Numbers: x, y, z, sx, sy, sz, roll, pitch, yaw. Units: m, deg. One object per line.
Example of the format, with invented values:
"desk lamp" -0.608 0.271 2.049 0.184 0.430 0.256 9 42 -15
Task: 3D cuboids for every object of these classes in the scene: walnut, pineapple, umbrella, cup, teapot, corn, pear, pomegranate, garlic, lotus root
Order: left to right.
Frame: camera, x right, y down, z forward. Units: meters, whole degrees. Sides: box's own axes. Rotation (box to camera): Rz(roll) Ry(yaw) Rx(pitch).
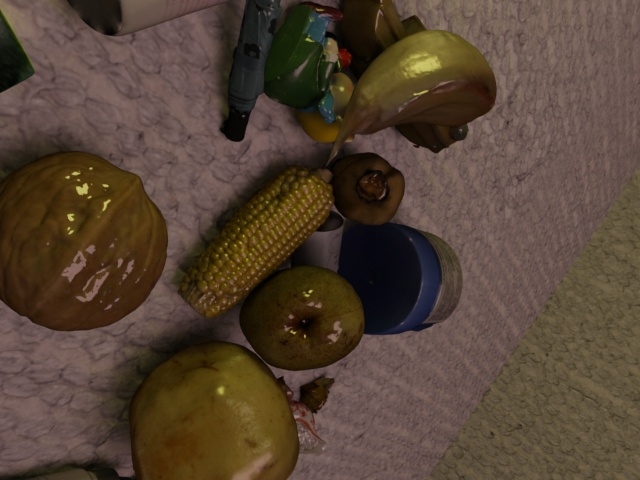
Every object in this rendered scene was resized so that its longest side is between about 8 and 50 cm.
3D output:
"walnut" -0.305 0.000 0.705 0.228 0.228 0.227 -28 135 -33
"pomegranate" -0.185 0.352 1.016 0.333 0.333 0.332 -28 135 -33
"umbrella" -0.102 -0.250 0.826 0.052 0.053 0.250 -26 150 -40
"corn" -0.102 -0.007 0.993 0.347 0.130 0.130 -47 142 -12
"teapot" -0.102 0.454 1.346 0.246 0.116 0.159 13 117 -34
"pear" -0.034 0.140 1.022 0.229 0.188 0.211 -7 171 -5
"pineapple" -0.009 0.391 1.460 0.114 0.077 0.114 -41 176 -37
"cup" 0.006 0.005 1.147 0.136 0.099 0.133 -21 130 -37
"lotus root" 0.085 -0.102 1.086 0.140 0.155 0.257 -60 -179 7
"garlic" 0.163 -0.234 0.933 0.339 0.151 0.196 -22 138 -33

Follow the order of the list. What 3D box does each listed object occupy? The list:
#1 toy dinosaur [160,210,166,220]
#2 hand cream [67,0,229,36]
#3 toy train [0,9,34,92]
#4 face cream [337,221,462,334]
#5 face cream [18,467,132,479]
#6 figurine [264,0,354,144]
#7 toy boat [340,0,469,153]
"toy dinosaur" -0.276 -0.013 0.881 0.083 0.021 0.062 -28 128 -38
"hand cream" -0.146 -0.369 0.704 0.359 0.118 0.185 -38 150 -33
"toy train" -0.442 -0.113 0.413 0.442 0.272 0.179 -39 137 -22
"face cream" 0.172 0.089 1.271 0.225 0.249 0.248 11 108 -51
"face cream" -0.459 0.444 0.955 0.311 0.092 0.092 10 108 -51
"figurine" 0.011 -0.269 0.945 0.234 0.127 0.185 27 87 -43
"toy boat" 0.175 -0.321 1.075 0.445 0.136 0.162 35 83 -52
